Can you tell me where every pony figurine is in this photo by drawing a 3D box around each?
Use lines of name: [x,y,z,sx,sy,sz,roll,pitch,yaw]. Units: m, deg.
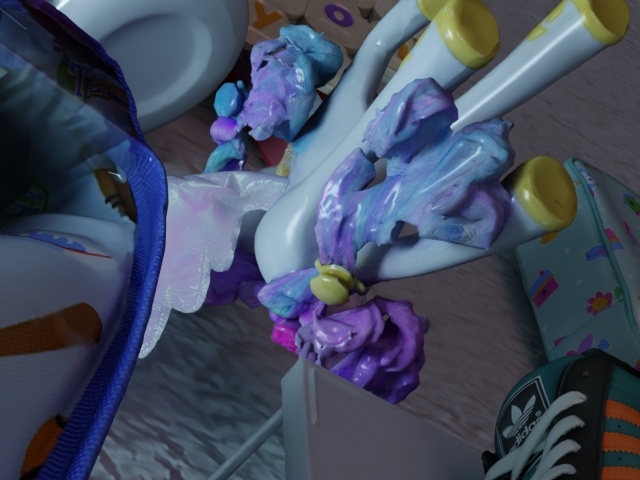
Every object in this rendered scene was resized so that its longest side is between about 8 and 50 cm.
pony figurine: [0.000,0.000,0.910,0.303,0.363,0.351,41,43,-16]

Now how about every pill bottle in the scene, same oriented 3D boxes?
pill bottle: [-0.195,-0.240,1.109,0.181,0.181,0.323,6,43,-47]

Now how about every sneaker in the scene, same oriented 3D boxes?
sneaker: [0.117,0.127,0.699,0.121,0.108,0.302,48,20,11]

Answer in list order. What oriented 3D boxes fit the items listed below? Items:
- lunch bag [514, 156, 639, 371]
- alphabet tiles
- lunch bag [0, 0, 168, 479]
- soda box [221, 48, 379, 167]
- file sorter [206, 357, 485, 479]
lunch bag: [0.294,0.071,1.354,0.224,0.108,0.279,31,31,-31]
alphabet tiles: [-0.033,-0.231,1.284,0.284,0.021,0.278,27,38,-10]
lunch bag: [-0.217,0.106,0.442,0.239,0.328,0.385,36,30,-6]
soda box: [-0.028,-0.145,1.287,0.092,0.083,0.263,8,41,-43]
file sorter: [0.024,0.240,0.708,0.193,0.173,0.277,29,31,-24]
